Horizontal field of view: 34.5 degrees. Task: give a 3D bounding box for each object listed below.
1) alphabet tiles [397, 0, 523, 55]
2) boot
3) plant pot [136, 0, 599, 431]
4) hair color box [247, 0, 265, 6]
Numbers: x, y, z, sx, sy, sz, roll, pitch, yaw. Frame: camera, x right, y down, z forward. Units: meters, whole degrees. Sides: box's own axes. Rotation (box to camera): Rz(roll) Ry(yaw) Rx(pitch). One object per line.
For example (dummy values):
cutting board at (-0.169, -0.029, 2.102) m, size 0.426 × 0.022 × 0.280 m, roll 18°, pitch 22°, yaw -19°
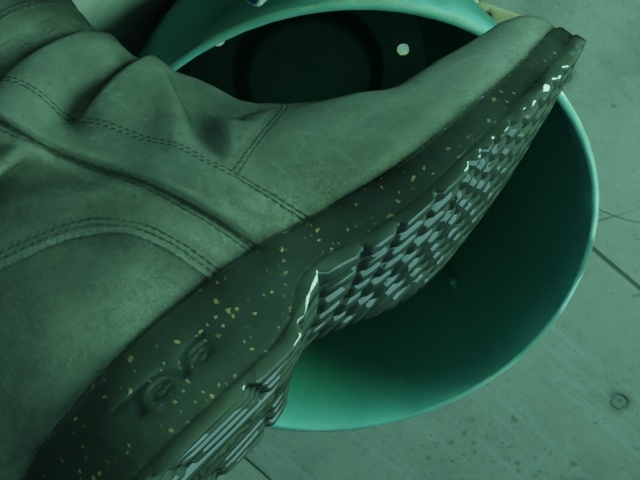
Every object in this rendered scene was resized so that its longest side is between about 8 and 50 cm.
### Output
alphabet tiles at (0.010, -0.091, 0.872) m, size 0.342 × 0.285 × 0.011 m, roll -49°, pitch 142°, yaw -11°
boot at (-0.052, -0.052, 0.435) m, size 0.338 × 0.223 × 0.118 m, roll -39°, pitch 161°, yaw -35°
plant pot at (0.001, -0.062, 0.676) m, size 0.293 × 0.293 × 0.235 m, roll -50°, pitch -153°, yaw 24°
hair color box at (0.056, -0.263, 0.477) m, size 0.347 × 0.105 × 0.174 m, roll -47°, pitch 177°, yaw -43°
